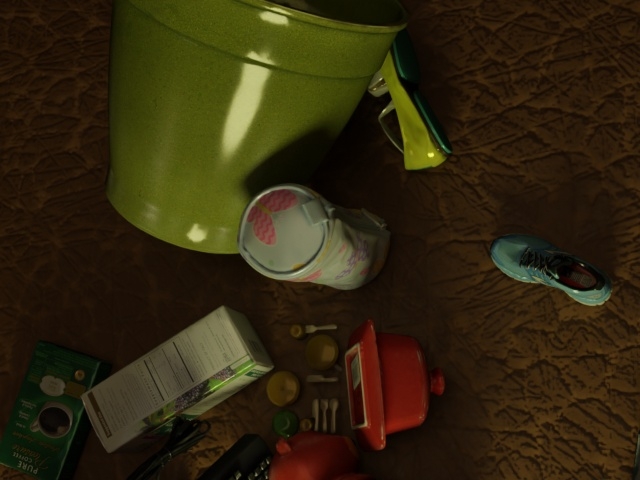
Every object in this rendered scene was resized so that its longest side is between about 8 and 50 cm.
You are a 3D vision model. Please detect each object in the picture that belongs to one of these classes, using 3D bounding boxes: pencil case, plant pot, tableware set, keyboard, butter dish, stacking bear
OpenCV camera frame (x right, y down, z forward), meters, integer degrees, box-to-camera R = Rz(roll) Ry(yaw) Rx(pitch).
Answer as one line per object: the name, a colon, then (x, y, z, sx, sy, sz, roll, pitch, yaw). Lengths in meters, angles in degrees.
pencil case: (0.000, 0.000, 1.255, 0.124, 0.273, 0.113, -13, 81, 19)
plant pot: (-0.122, -0.187, 1.274, 0.366, 0.366, 0.353, 32, 117, 19)
tableware set: (-0.022, 0.188, 1.347, 0.104, 0.024, 0.154, -4, 78, 18)
keyboard: (-0.164, 0.336, 1.203, 0.033, 0.317, 0.201, -28, 98, 43)
butter dish: (0.100, 0.182, 1.263, 0.118, 0.160, 0.159, -4, 76, -9)
stacking bear: (0.046, 0.355, 1.225, 0.164, 0.175, 0.289, -40, 61, -3)

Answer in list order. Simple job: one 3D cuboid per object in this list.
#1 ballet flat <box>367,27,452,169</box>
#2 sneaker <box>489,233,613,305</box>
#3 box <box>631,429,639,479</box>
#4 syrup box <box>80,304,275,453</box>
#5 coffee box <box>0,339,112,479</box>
ballet flat: (0.108, -0.201, 1.377, 0.077, 0.077, 0.231, -26, 73, 26)
sneaker: (0.294, 0.028, 1.268, 0.162, 0.073, 0.063, 20, 84, 19)
box: (0.446, 0.342, 1.158, 0.175, 0.051, 0.220, 7, 79, 24)
syrup box: (-0.193, 0.192, 1.353, 0.237, 0.093, 0.096, -33, 72, 6)
coffee box: (-0.381, 0.244, 1.420, 0.113, 0.040, 0.184, 14, 81, 18)
